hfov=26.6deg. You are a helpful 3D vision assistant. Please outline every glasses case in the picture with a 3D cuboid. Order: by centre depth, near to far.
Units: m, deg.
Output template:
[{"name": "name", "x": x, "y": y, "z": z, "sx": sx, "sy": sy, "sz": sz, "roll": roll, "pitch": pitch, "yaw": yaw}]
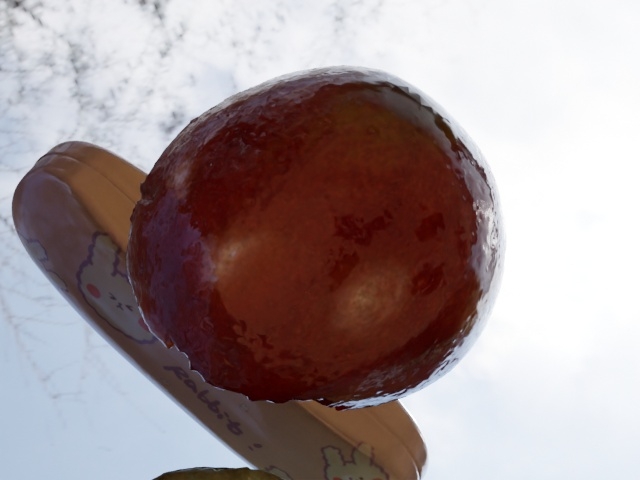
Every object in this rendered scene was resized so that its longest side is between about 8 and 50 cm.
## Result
[{"name": "glasses case", "x": -0.061, "y": 0.058, "z": 0.804, "sx": 0.297, "sy": 0.113, "sz": 0.075, "roll": 41, "pitch": -123, "yaw": -4}]

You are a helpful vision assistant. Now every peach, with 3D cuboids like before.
[{"name": "peach", "x": 0.001, "y": -0.004, "z": 0.534, "sx": 0.118, "sy": 0.151, "sz": 0.151, "roll": 4, "pitch": -103, "yaw": -82}]

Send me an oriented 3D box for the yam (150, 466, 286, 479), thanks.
[{"name": "yam", "x": -0.079, "y": 0.256, "z": 0.706, "sx": 0.161, "sy": 0.268, "sz": 0.161, "roll": 16, "pitch": -141, "yaw": -14}]
